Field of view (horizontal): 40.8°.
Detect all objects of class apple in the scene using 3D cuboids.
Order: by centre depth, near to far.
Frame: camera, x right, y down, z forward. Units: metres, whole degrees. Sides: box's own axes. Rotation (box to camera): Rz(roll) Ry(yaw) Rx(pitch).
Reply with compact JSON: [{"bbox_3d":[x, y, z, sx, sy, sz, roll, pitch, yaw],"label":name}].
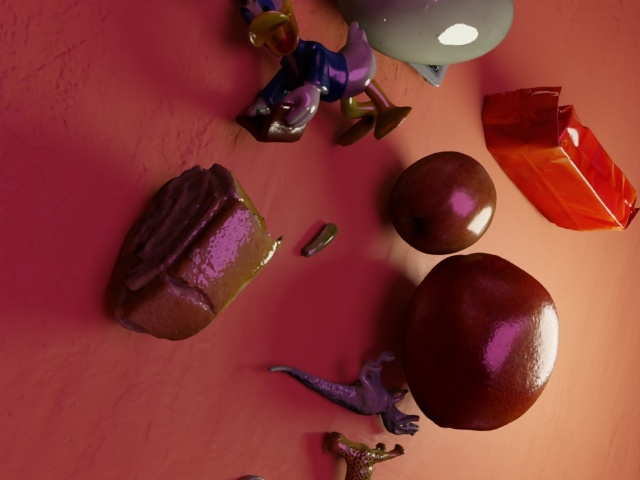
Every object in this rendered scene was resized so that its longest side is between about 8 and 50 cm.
[{"bbox_3d":[0.223,-0.066,1.582,0.174,0.188,0.188,-35,113,-35],"label":"apple"}]

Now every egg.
[{"bbox_3d":[0.192,-0.424,1.518,0.371,0.230,0.230,6,85,-37],"label":"egg"}]

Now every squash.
[{"bbox_3d":[0.001,0.001,1.475,0.089,0.027,0.027,-47,121,-32],"label":"squash"}]

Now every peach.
[{"bbox_3d":[0.282,0.193,1.565,0.308,0.308,0.332,42,59,-36],"label":"peach"}]

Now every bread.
[{"bbox_3d":[-0.178,0.021,1.188,0.124,0.186,0.257,48,66,-38],"label":"bread"}]

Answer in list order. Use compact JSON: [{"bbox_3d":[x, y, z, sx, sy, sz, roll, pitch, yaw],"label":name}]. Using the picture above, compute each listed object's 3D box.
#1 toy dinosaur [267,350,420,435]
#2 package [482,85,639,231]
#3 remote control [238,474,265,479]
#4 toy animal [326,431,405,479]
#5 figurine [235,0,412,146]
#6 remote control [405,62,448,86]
[{"bbox_3d":[0.067,0.235,1.495,0.383,0.076,0.129,35,87,-33],"label":"toy dinosaur"},{"bbox_3d":[0.524,-0.160,1.876,0.423,0.196,0.123,43,62,-34],"label":"package"},{"bbox_3d":[-0.091,0.490,1.378,0.077,0.022,0.245,-27,108,-43],"label":"remote control"},{"bbox_3d":[0.062,0.426,1.508,0.136,0.073,0.181,8,96,-36],"label":"toy animal"},{"bbox_3d":[-0.046,-0.271,1.372,0.283,0.204,0.338,-44,107,-28],"label":"figurine"},{"bbox_3d":[0.243,-0.447,1.702,0.103,0.051,0.293,35,68,-29],"label":"remote control"}]
